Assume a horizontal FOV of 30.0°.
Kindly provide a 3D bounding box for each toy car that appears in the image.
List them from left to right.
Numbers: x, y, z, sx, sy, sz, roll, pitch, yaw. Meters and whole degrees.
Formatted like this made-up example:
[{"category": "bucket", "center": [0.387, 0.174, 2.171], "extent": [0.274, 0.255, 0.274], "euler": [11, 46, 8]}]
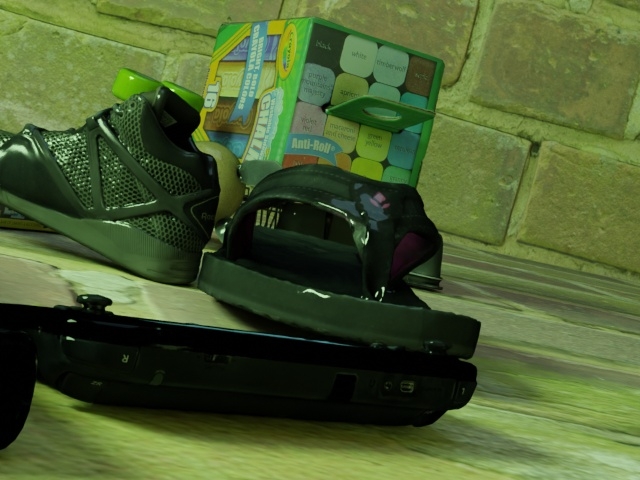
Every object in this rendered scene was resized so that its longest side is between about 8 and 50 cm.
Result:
[{"category": "toy car", "center": [-0.133, -0.062, 1.201], "extent": [0.188, 0.155, 0.149], "euler": [28, 9, 22]}]

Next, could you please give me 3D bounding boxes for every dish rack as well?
[{"category": "dish rack", "center": [0.010, -0.008, 1.408], "extent": [0.208, 0.074, 0.271], "euler": [13, 1, -20]}]

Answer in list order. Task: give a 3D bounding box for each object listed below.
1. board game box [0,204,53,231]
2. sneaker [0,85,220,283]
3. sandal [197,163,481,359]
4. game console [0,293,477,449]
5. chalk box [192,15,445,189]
[{"category": "board game box", "center": [-0.296, -0.046, 1.022], "extent": [0.141, 0.048, 0.170], "euler": [13, 3, 28]}, {"category": "sneaker", "center": [-0.172, -0.068, 0.880], "extent": [0.228, 0.130, 0.087], "euler": [23, 5, 15]}, {"category": "sandal", "center": [-0.003, -0.001, 0.845], "extent": [0.168, 0.107, 0.446], "euler": [12, 3, -11]}, {"category": "game console", "center": [-0.105, 0.032, 0.458], "extent": [0.361, 0.043, 0.213], "euler": [11, 4, -36]}, {"category": "chalk box", "center": [0.006, -0.133, 1.299], "extent": [0.180, 0.179, 0.289], "euler": [13, 2, -30]}]
